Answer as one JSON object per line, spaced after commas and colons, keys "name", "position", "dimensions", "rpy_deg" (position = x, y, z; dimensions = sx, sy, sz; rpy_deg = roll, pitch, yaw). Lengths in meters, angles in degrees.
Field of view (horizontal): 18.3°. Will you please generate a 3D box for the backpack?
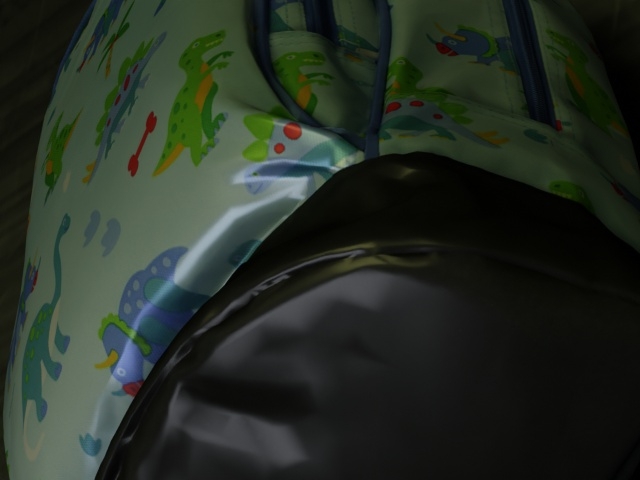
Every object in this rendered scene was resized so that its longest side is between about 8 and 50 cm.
{"name": "backpack", "position": [0.000, 0.000, 0.789], "dimensions": [0.290, 0.273, 0.355], "rpy_deg": [-62, 2, 35]}
